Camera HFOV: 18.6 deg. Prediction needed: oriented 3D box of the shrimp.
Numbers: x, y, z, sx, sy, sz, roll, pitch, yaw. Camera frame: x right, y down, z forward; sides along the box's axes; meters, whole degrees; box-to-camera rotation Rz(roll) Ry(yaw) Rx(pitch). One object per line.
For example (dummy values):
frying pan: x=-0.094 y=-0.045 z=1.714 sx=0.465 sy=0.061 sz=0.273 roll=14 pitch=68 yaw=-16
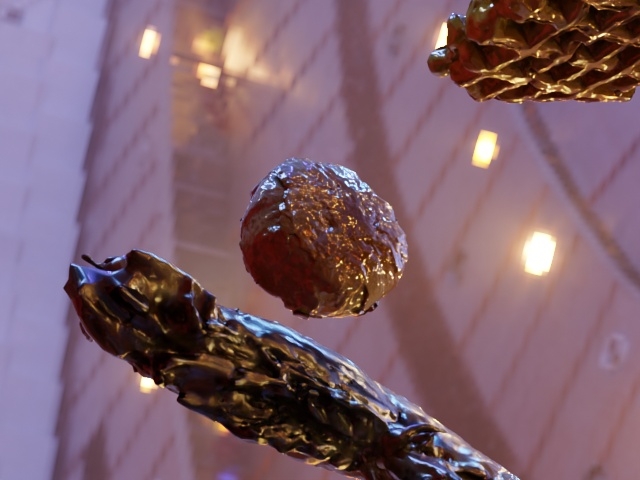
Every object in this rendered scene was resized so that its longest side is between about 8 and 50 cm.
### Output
shrimp: x=0.020 y=0.092 z=0.853 sx=0.054 sy=0.290 sz=0.222 roll=-58 pitch=-153 yaw=1

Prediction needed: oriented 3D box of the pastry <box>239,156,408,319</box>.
pastry: x=0.003 y=-0.001 z=1.647 sx=0.081 sy=0.153 sz=0.153 roll=-57 pitch=-150 yaw=36

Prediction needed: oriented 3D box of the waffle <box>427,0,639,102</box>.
waffle: x=0.152 y=-0.115 z=1.009 sx=0.191 sy=0.191 sz=0.038 roll=-41 pitch=-122 yaw=52
